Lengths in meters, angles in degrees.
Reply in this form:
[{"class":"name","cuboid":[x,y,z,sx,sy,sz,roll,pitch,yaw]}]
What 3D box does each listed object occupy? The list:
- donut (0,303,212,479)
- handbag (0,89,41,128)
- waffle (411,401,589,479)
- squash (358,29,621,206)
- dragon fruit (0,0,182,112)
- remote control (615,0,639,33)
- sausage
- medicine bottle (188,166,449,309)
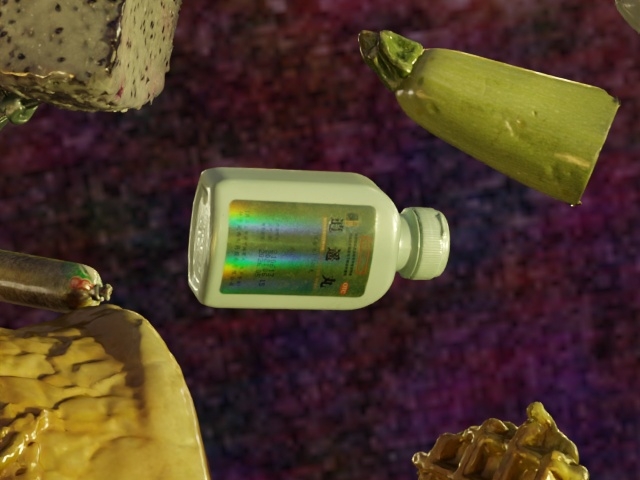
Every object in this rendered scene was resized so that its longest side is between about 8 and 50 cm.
[{"class":"donut","cuboid":[-0.162,0.203,1.069,0.160,0.330,0.330,-6,13,-31]},{"class":"handbag","cuboid":[-0.301,-0.192,2.082,0.247,0.079,0.260,-32,15,48]},{"class":"waffle","cuboid":[0.133,0.295,1.715,0.058,0.301,0.281,28,18,-38]},{"class":"squash","cuboid":[0.169,-0.142,2.081,0.287,0.137,0.137,21,24,10]},{"class":"dragon fruit","cuboid":[-0.232,-0.250,1.701,0.204,0.283,0.221,10,-8,9]},{"class":"remote control","cuboid":[0.358,-0.272,1.874,0.184,0.050,0.027,-45,-10,30]},{"class":"sausage","cuboid":[-0.233,0.015,1.223,0.269,0.033,0.033,9,24,36]},{"class":"medicine bottle","cuboid":[0.000,0.000,1.749,0.229,0.121,0.083,2,18,-19]}]
